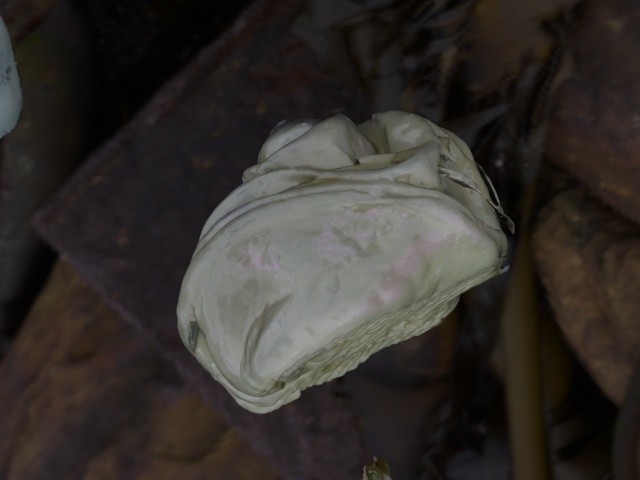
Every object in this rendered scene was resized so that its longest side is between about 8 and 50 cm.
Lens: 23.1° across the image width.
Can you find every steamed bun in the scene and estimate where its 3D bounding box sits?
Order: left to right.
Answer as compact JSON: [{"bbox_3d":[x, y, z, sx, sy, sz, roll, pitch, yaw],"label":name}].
[{"bbox_3d":[0.000,0.000,1.327,0.207,0.280,0.268,59,164,12],"label":"steamed bun"}]

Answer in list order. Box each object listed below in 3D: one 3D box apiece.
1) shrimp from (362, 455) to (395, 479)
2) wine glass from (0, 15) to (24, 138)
[{"bbox_3d":[0.077,0.208,0.809,0.115,0.051,0.217,-29,69,10],"label":"shrimp"},{"bbox_3d":[-0.388,-0.230,1.554,0.143,0.143,0.321,27,147,24],"label":"wine glass"}]
